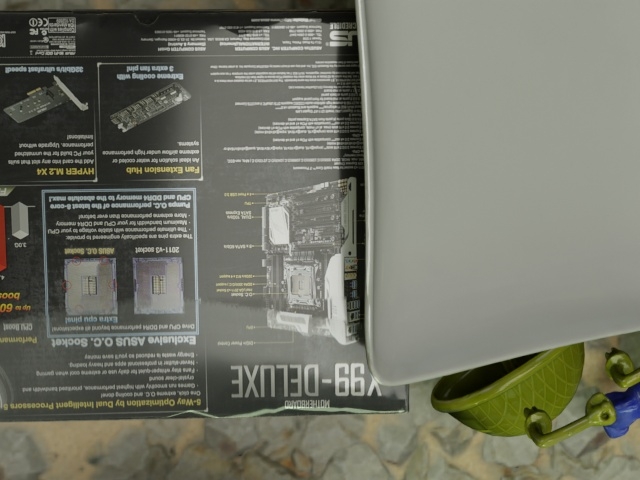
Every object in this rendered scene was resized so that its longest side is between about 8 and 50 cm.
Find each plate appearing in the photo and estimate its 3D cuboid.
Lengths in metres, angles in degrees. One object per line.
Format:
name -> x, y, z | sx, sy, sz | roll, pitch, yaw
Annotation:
plate -> 0.128, -0.072, 0.801 | 0.278, 0.045, 0.277 | -9, 103, -32

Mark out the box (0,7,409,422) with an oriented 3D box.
box -> -0.098, -0.017, 0.813 | 0.307, 0.076, 0.243 | -2, 98, -4

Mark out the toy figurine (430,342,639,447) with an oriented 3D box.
toy figurine -> 0.287, 0.105, 0.996 | 0.362, 0.191, 0.217 | -35, 115, -14
